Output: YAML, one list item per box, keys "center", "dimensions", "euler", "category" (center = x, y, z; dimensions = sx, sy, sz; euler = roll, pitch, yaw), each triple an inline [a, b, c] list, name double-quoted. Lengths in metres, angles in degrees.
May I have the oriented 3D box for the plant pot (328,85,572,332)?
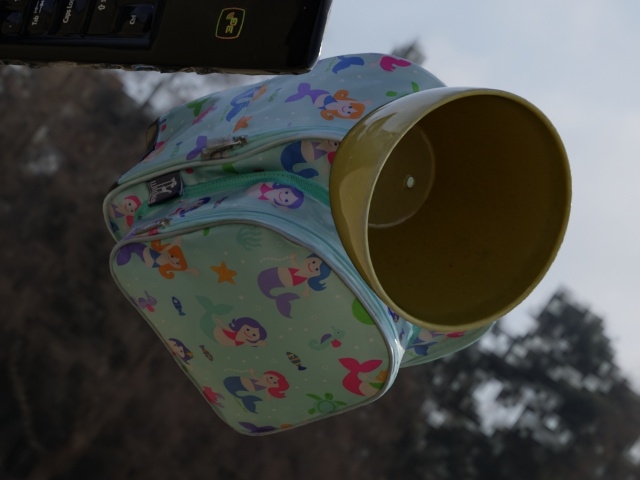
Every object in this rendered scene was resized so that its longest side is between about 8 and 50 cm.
- center: [0.057, -0.027, 1.063]
  dimensions: [0.134, 0.134, 0.095]
  euler: [42, -8, -33]
  category: "plant pot"

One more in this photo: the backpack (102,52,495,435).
- center: [0.000, 0.000, 1.289]
  dimensions: [0.253, 0.191, 0.225]
  euler: [-19, -60, 28]
  category: "backpack"

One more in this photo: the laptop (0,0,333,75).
- center: [-0.116, -0.189, 0.644]
  dimensions: [0.264, 0.234, 0.136]
  euler: [6, -15, 32]
  category: "laptop"
